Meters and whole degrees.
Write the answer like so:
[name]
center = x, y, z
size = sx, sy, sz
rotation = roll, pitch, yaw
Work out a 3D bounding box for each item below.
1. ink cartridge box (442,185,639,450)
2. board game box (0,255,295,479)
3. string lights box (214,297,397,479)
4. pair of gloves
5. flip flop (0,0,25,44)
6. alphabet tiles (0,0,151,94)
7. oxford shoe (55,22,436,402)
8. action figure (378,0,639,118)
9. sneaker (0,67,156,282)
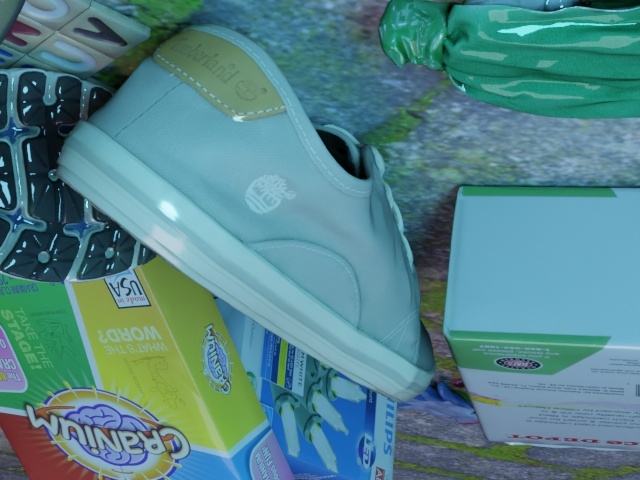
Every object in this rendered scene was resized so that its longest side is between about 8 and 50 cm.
[ink cartridge box]
center = 0.212, 0.069, 0.879
size = 0.201, 0.117, 0.278
rotation = 1, 157, 15
[board game box]
center = -0.170, 0.135, 1.001
size = 0.242, 0.064, 0.316
rotation = -8, 116, 32
[string lights box]
center = -0.026, 0.159, 1.154
size = 0.076, 0.133, 0.259
rotation = -12, 152, 34
[pair of gloves]
center = 0.169, 0.170, 1.273
size = 0.198, 0.023, 0.159
rotation = -13, 152, 42
[flip flop]
center = -0.135, -0.157, 0.437
size = 0.080, 0.112, 0.277
rotation = 12, 154, -23
[alphabet tiles]
center = -0.214, -0.109, 0.718
size = 0.198, 0.009, 0.237
rotation = 23, 154, -34
[oxford shoe]
center = 0.000, 0.000, 0.764
size = 0.169, 0.130, 0.449
rotation = 33, 176, 28
[action figure]
center = 0.143, -0.097, 0.563
size = 0.232, 0.063, 0.137
rotation = 2, 160, 3
[sneaker]
center = -0.245, -0.051, 0.732
size = 0.330, 0.130, 0.147
rotation = 7, -174, -21
